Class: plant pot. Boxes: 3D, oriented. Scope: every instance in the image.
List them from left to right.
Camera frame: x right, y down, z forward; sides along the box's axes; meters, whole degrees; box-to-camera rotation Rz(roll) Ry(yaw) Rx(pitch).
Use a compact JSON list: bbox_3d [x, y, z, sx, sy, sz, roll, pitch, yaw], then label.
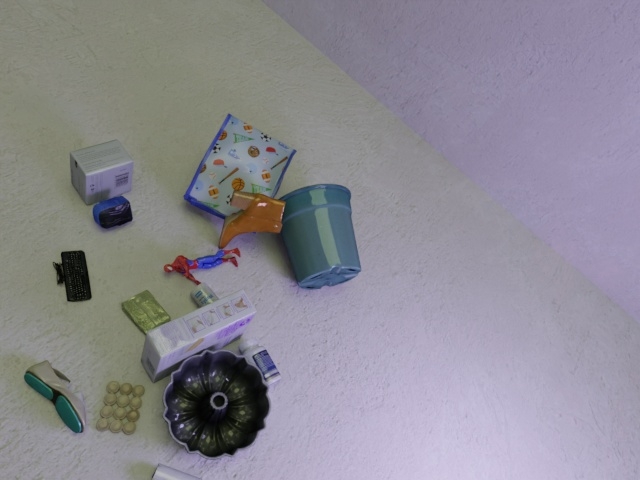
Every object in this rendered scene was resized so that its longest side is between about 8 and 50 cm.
[{"bbox_3d":[0.000,0.000,1.857,0.342,0.341,0.333,-4,67,-28],"label":"plant pot"}]

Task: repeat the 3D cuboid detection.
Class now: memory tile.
[{"bbox_3d":[-0.598,0.502,1.404,0.113,0.012,0.147,14,52,-17],"label":"memory tile"}]

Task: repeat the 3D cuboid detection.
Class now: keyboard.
[{"bbox_3d":[-0.826,0.113,1.549,0.100,0.038,0.191,-8,61,-30],"label":"keyboard"}]

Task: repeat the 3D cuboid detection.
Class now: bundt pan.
[{"bbox_3d":[-0.327,0.515,1.453,0.331,0.124,0.330,12,53,-17],"label":"bundt pan"}]

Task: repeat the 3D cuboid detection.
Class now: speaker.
[{"bbox_3d":[-0.413,0.688,1.335,0.136,0.055,0.055,24,51,-8],"label":"speaker"}]

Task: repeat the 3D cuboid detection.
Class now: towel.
[{"bbox_3d":[-0.590,0.243,1.579,0.148,0.027,0.110,47,52,10],"label":"towel"}]

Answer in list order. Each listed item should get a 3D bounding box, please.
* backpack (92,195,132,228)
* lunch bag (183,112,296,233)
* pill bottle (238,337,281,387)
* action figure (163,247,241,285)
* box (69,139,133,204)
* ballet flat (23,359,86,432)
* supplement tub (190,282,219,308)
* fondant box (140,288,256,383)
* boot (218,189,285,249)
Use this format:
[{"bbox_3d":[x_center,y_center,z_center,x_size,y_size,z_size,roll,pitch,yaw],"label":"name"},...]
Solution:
[{"bbox_3d":[-0.762,-0.100,1.694,0.101,0.097,0.120,28,43,33],"label":"backpack"},{"bbox_3d":[-0.332,-0.254,1.908,0.328,0.239,0.385,25,66,-10],"label":"lunch bag"},{"bbox_3d":[-0.212,0.421,1.593,0.094,0.094,0.169,-21,69,-35],"label":"pill bottle"},{"bbox_3d":[-0.423,0.107,1.708,0.281,0.091,0.139,-6,48,-29],"label":"action figure"},{"bbox_3d":[-0.804,-0.251,1.719,0.182,0.181,0.119,-29,73,-37],"label":"box"},{"bbox_3d":[-0.738,0.441,1.342,0.248,0.086,0.086,42,50,7],"label":"ballet flat"},{"bbox_3d":[-0.405,0.211,1.662,0.107,0.071,0.071,46,51,9],"label":"supplement tub"},{"bbox_3d":[-0.390,0.305,1.494,0.331,0.238,0.096,-24,70,-36],"label":"fondant box"},{"bbox_3d":[-0.260,-0.052,1.770,0.212,0.295,0.104,16,38,-14],"label":"boot"}]
